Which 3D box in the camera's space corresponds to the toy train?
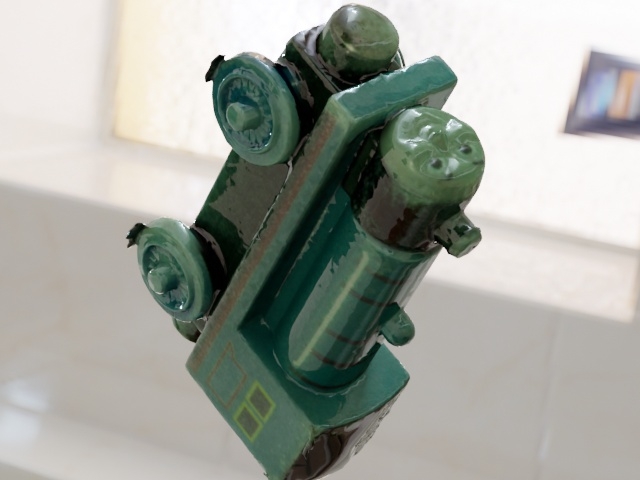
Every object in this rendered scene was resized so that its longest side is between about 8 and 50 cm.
[{"bbox_3d":[0.000,0.000,1.215,0.120,0.194,0.298,-24,-24,-37],"label":"toy train"}]
